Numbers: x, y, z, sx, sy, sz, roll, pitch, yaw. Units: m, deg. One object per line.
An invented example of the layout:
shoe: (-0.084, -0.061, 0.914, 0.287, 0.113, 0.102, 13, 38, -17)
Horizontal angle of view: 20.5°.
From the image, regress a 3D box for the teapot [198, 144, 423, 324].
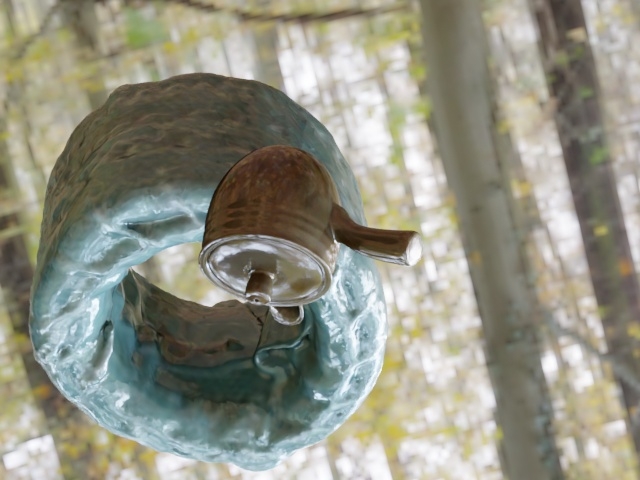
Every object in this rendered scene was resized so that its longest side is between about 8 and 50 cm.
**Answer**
teapot: (0.000, 0.000, 0.863, 0.110, 0.085, 0.080, -3, -124, 20)

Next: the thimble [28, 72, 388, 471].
thimble: (-0.065, 0.023, 1.042, 0.198, 0.235, 0.143, -17, -145, 6)
